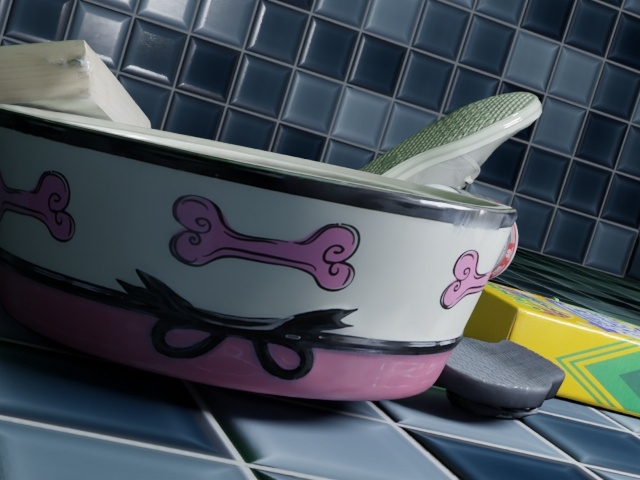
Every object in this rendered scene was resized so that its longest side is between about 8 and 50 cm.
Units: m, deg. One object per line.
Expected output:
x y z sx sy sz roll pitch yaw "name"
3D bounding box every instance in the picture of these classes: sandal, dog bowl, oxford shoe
0.161 0.130 1.071 0.097 0.054 0.254 31 8 26 "sandal"
-0.063 0.006 0.923 0.408 0.150 0.408 11 5 -1 "dog bowl"
0.214 -0.130 2.221 0.130 0.449 0.169 56 10 -18 "oxford shoe"

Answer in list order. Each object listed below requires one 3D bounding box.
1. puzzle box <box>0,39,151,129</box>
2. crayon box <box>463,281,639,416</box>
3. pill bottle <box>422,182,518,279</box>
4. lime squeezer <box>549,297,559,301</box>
-0.321 -0.115 1.169 0.272 0.052 0.409 -4 -4 -2 "puzzle box"
0.258 0.115 1.326 0.323 0.083 0.203 15 6 -18 "crayon box"
0.218 -0.014 2.091 0.161 0.161 0.283 21 7 32 "pill bottle"
0.351 0.117 1.666 0.110 0.059 0.310 3 17 -38 "lime squeezer"
